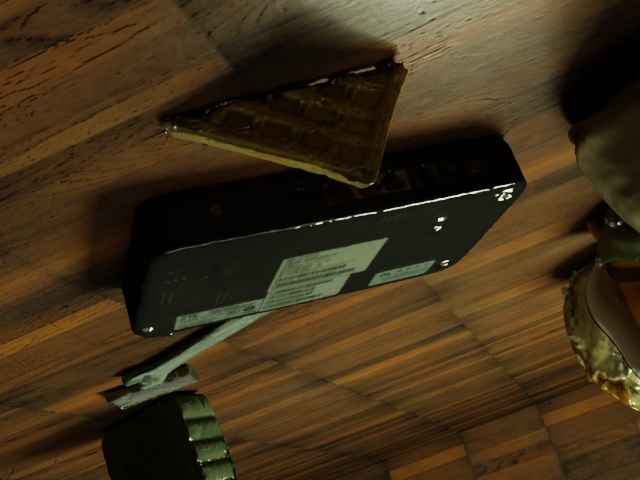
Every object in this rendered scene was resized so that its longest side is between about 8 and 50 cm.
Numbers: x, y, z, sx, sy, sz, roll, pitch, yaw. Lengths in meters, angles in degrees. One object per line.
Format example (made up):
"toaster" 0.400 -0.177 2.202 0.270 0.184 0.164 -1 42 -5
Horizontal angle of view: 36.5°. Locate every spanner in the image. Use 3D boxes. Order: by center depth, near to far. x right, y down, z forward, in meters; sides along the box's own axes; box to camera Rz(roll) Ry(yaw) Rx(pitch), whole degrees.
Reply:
"spanner" -0.126 0.112 1.132 0.302 0.017 0.071 -31 157 30

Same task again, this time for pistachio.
"pistachio" 0.315 -0.069 0.846 0.197 0.166 0.288 2 168 11

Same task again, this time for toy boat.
"toy boat" -0.218 0.191 1.261 0.115 0.016 0.063 -20 160 -1

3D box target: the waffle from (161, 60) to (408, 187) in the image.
"waffle" -0.023 -0.095 0.667 0.152 0.097 0.023 14 161 2

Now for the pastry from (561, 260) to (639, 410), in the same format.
"pastry" 0.465 0.124 1.435 0.256 0.237 0.170 -6 -175 -40

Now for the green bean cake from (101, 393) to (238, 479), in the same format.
"green bean cake" -0.210 0.326 1.384 0.185 0.183 0.094 -34 157 35

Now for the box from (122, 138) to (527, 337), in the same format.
"box" 0.000 0.000 0.887 0.350 0.058 0.211 -12 160 -19

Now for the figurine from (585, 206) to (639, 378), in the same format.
"figurine" 0.409 0.040 1.167 0.166 0.250 0.141 -17 142 3
